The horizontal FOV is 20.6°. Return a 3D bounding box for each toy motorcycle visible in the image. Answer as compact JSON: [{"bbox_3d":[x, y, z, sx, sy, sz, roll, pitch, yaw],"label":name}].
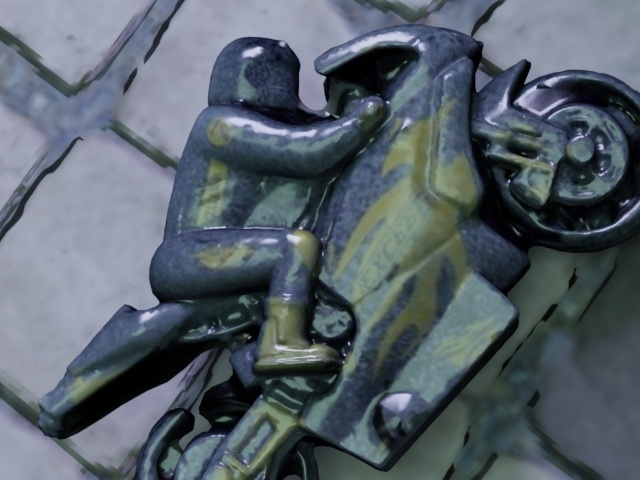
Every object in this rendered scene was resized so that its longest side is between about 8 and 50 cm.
[{"bbox_3d":[0.000,0.000,0.511,0.193,0.061,0.124,-42,80,-2],"label":"toy motorcycle"}]
